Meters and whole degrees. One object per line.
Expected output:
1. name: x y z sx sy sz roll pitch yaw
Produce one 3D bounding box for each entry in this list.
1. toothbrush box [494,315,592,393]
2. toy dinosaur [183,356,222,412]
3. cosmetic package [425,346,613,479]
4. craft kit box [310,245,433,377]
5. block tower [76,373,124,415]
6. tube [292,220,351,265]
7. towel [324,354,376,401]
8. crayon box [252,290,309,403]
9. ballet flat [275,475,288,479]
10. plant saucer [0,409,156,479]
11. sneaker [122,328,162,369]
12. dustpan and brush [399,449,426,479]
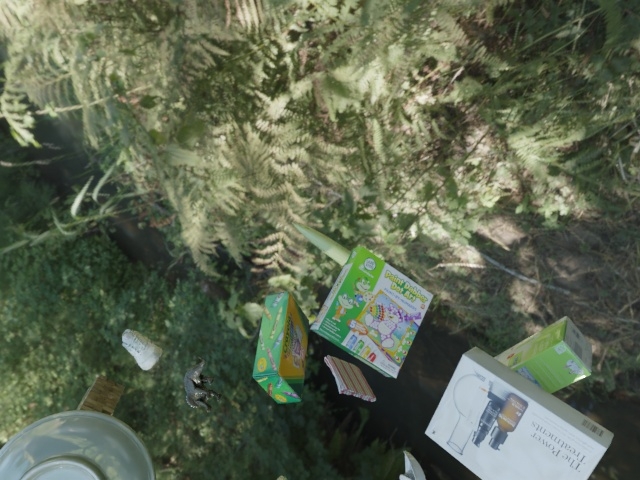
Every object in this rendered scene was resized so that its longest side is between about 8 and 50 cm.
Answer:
1. toothbrush box: 0.664 0.380 1.450 0.122 0.206 0.283 51 122 10
2. toy dinosaur: -0.499 0.596 1.923 0.161 0.121 0.313 11 132 23
3. cosmetic package: 0.498 0.508 1.245 0.377 0.098 0.284 31 115 34
4. craft kit box: 0.139 0.183 1.220 0.250 0.246 0.061 34 158 -13
5. block tower: -0.646 0.507 1.322 0.091 0.097 0.335 35 -173 -17
6. tube: 0.000 0.000 1.709 0.240 0.062 0.070 34 144 -1
7. towel: 0.100 0.469 1.601 0.197 0.029 0.144 34 -162 -43
8. crayon box: -0.109 0.310 1.391 0.081 0.278 0.165 -12 134 18
9. ballet flat: -0.097 0.747 1.395 0.168 0.053 0.057 -15 91 64
10. plant saucer: -0.598 0.610 1.105 0.400 0.400 0.100 46 165 2
11. sneaker: -0.634 0.371 1.643 0.232 0.090 0.115 10 146 50
12. dustpan and brush: 0.289 0.740 1.434 0.211 0.060 0.147 163 107 -67
